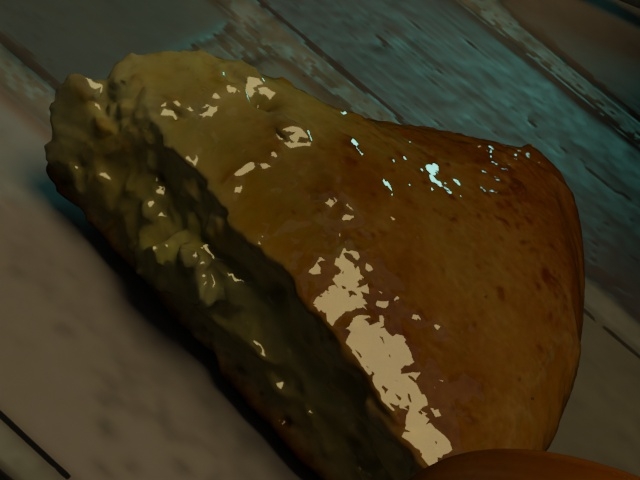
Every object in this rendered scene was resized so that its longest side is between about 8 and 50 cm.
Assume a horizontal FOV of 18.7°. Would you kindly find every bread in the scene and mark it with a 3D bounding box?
[{"bbox_3d":[0.016,0.018,0.467,0.154,0.054,0.136,9,44,-26],"label":"bread"}]

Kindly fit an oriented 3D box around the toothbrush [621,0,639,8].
[{"bbox_3d":[0.068,-0.111,0.692,0.286,0.020,0.025,21,28,-16],"label":"toothbrush"}]

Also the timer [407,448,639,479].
[{"bbox_3d":[0.019,0.129,0.299,0.132,0.132,0.152,40,60,11],"label":"timer"}]
